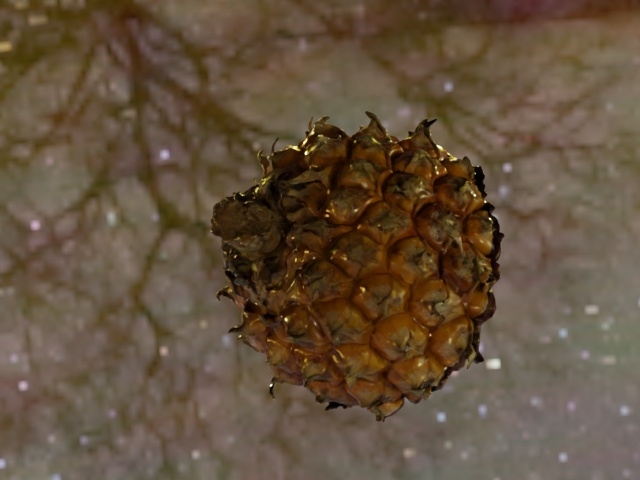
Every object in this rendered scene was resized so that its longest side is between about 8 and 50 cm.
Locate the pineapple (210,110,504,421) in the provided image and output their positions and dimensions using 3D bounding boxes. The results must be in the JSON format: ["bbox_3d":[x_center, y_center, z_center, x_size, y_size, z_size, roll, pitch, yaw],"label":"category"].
[{"bbox_3d":[-0.002,0.003,0.995,0.137,0.176,0.161,20,145,-36],"label":"pineapple"}]
